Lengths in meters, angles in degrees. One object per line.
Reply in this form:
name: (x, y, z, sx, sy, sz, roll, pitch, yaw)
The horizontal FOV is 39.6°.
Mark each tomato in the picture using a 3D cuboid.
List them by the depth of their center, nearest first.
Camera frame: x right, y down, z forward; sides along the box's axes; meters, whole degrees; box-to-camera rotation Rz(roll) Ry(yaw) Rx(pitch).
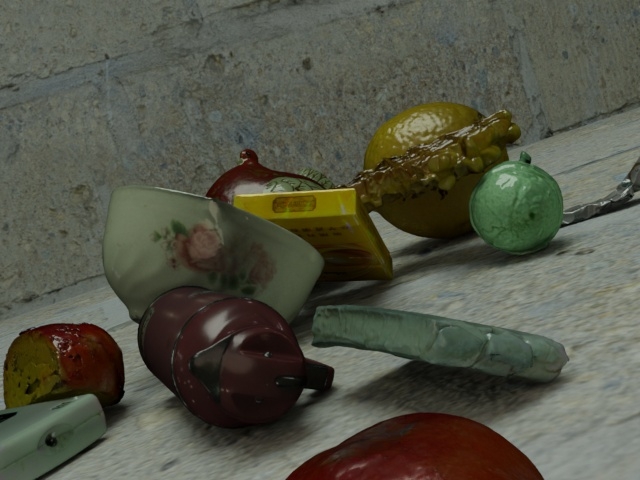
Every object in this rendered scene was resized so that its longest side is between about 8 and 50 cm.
tomato: (0.029, 0.122, 0.403, 0.156, 0.069, 0.155, -18, 5, 2)

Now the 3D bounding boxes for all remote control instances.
remote control: (-0.380, 0.217, 0.880, 0.344, 0.050, 0.145, -15, 5, 30)

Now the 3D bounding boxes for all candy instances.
candy: (0.287, -0.077, 1.270, 0.119, 0.119, 0.440, -16, 9, 18)

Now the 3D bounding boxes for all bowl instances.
bowl: (-0.145, 0.049, 1.079, 0.277, 0.145, 0.277, 17, -12, 4)

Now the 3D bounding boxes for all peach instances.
peach: (-0.274, 0.133, 0.945, 0.127, 0.092, 0.172, -3, -23, -16)

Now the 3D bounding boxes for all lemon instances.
lemon: (0.185, -0.115, 1.477, 0.254, 0.228, 0.228, -3, 6, 1)

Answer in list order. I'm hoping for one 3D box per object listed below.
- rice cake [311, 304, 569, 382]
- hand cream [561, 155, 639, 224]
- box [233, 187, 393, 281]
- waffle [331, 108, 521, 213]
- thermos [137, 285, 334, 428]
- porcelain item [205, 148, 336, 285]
rice cake: (0.081, 0.076, 0.671, 0.124, 0.038, 0.211, 12, -6, -28)
hand cream: (0.393, -0.064, 1.259, 0.257, 0.050, 0.084, -29, 2, 7)
box: (0.000, 0.000, 1.151, 0.152, 0.043, 0.269, -1, -18, 13)
waffle: (0.137, -0.093, 1.241, 0.293, 0.069, 0.260, -18, 11, 41)
thermos: (-0.081, 0.110, 0.801, 0.109, 0.136, 0.330, -48, 13, -13)
porcelain item: (-0.079, -0.039, 1.393, 0.253, 0.253, 0.253, -18, 5, 2)
